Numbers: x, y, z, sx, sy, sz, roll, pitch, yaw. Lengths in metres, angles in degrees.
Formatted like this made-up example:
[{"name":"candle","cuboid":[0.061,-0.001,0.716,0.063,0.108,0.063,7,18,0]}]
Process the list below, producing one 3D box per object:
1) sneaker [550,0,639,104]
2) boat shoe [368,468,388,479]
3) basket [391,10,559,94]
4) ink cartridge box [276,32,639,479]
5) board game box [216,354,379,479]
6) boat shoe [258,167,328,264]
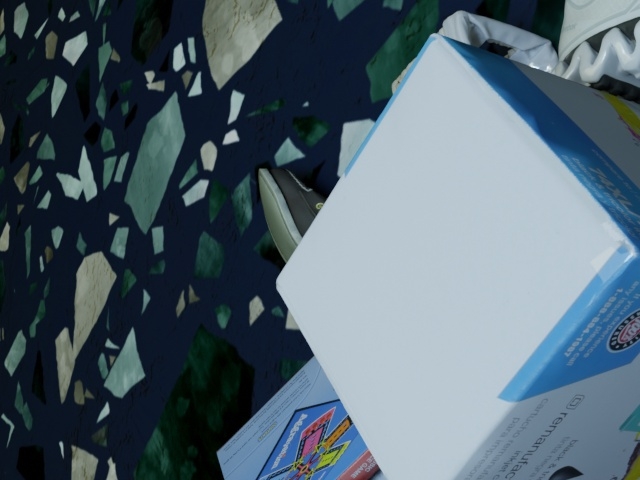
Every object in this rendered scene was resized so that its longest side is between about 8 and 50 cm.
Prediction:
[{"name":"sneaker","cuboid":[0.269,-0.167,0.706,0.292,0.110,0.118,-15,62,50]},{"name":"boat shoe","cuboid":[0.083,0.198,0.895,0.076,0.083,0.226,-49,38,-5]},{"name":"basket","cuboid":[0.134,-0.079,0.847,0.103,0.113,0.167,-38,53,44]},{"name":"ink cartridge box","cuboid":[0.159,0.033,0.658,0.198,0.270,0.197,-58,44,27]},{"name":"board game box","cuboid":[0.027,0.137,0.905,0.281,0.027,0.145,-45,31,10]},{"name":"boat shoe","cuboid":[0.000,0.000,1.044,0.081,0.069,0.227,84,162,-44]}]
